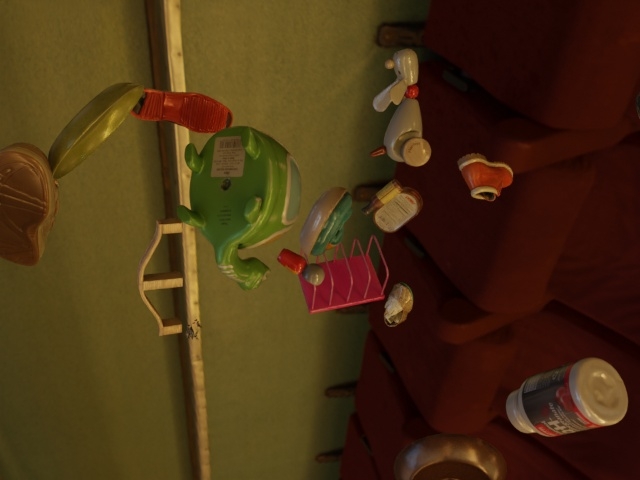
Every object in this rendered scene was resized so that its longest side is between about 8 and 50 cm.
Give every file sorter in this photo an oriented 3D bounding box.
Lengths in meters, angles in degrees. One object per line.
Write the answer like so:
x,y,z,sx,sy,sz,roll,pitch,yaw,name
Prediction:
0.080,0.112,2.222,0.290,0.202,0.182,-10,145,-13,file sorter

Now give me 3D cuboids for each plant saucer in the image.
0.229,0.421,1.071,0.198,0.036,0.199,3,123,5,plant saucer
-0.421,-0.210,1.118,0.241,0.241,0.037,-43,103,16,plant saucer

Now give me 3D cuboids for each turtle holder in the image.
-0.142,-0.079,1.305,0.243,0.320,0.227,-30,159,25,turtle holder

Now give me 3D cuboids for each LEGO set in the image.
-0.369,0.259,1.735,0.023,0.054,0.083,-22,140,-47,LEGO set

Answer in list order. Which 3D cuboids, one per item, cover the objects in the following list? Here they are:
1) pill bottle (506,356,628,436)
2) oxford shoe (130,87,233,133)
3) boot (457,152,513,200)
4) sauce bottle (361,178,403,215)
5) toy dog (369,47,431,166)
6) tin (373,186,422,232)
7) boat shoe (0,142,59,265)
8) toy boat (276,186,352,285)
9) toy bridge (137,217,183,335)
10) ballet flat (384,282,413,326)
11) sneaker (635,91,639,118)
0.668,0.447,1.686,0.176,0.176,0.318,1,155,-23,pill bottle
-0.355,-0.336,1.531,0.271,0.098,0.097,9,105,-30,oxford shoe
0.325,-0.109,1.163,0.157,0.085,0.059,6,151,-43,boot
0.170,-0.118,1.679,0.128,0.042,0.042,-37,134,20,sauce bottle
0.208,-0.360,1.736,0.160,0.334,0.220,-7,169,-8,toy dog
0.252,-0.097,1.989,0.106,0.040,0.189,41,129,-8,tin
-0.547,-0.080,1.119,0.121,0.110,0.341,23,142,-15,boat shoe
0.000,0.000,1.851,0.148,0.318,0.267,32,141,4,toy boat
-0.235,0.059,0.890,0.063,0.026,0.188,-5,115,-25,toy bridge
0.206,0.184,1.645,0.067,0.073,0.206,-39,154,-18,ballet flat
0.697,-0.201,1.112,0.106,0.281,0.162,-46,158,22,sneaker
